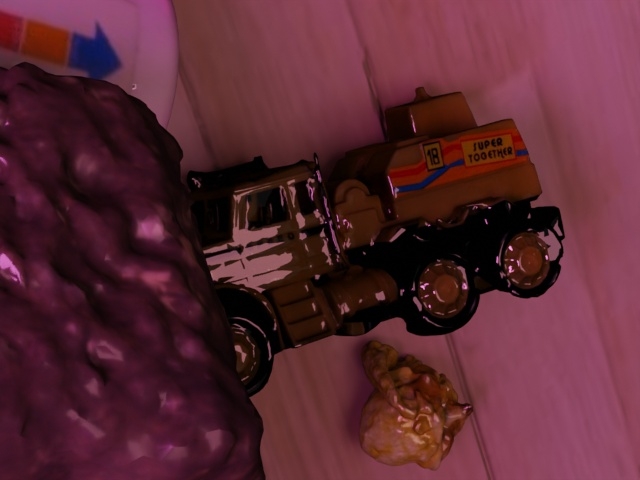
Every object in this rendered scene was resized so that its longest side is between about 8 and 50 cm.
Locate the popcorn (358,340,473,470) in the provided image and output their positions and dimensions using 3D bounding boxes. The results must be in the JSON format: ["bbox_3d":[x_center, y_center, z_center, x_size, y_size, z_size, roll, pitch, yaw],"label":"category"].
[{"bbox_3d":[0.050,0.098,1.071,0.068,0.059,0.083,-36,111,-20],"label":"popcorn"}]

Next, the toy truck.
[{"bbox_3d":[0.000,0.005,0.980,0.257,0.127,0.127,-21,98,-26],"label":"toy truck"}]

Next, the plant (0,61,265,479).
[{"bbox_3d":[-0.143,0.099,0.689,0.213,0.215,0.312,13,57,-28],"label":"plant"}]

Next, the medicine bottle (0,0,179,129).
[{"bbox_3d":[-0.203,-0.091,0.802,0.254,0.152,0.152,13,95,-34],"label":"medicine bottle"}]
